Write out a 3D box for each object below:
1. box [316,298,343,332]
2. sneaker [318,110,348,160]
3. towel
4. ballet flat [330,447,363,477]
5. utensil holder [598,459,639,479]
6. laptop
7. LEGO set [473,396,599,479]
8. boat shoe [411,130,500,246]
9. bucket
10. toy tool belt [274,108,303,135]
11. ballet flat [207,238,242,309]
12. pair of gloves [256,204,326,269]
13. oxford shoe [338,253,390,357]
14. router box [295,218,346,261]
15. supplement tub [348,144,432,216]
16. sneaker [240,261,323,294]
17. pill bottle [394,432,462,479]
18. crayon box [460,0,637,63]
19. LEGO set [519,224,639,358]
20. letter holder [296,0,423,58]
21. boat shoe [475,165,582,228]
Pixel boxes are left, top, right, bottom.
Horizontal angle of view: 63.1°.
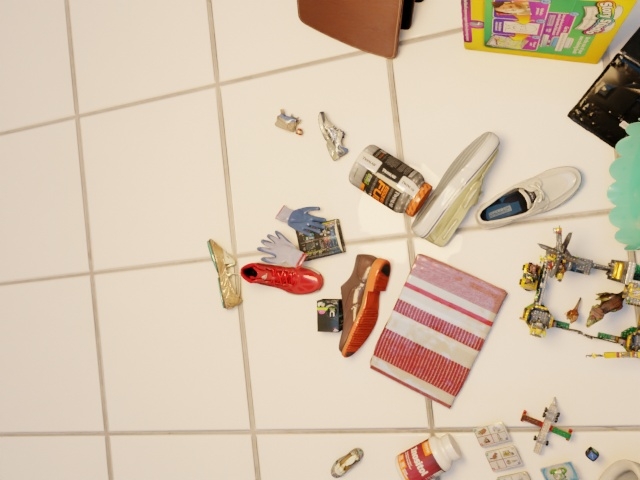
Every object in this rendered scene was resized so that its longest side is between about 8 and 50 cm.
[{"bbox_3d":[0.026,0.198,1.380,0.062,0.052,0.084,-1,90,18],"label":"box"},{"bbox_3d":[0.035,-0.283,1.387,0.058,0.052,0.135,-21,91,6],"label":"sneaker"},{"bbox_3d":[0.288,0.225,1.311,0.236,0.037,0.329,25,99,14],"label":"towel"},{"bbox_3d":[0.065,0.590,1.374,0.114,0.041,0.041,-45,78,12],"label":"ballet flat"},{"bbox_3d":[0.763,0.662,1.017,0.385,0.327,0.328,17,95,14],"label":"utensil holder"},{"bbox_3d":[0.754,-0.335,1.181,0.234,0.136,0.264,40,126,14],"label":"laptop"},{"bbox_3d":[0.517,0.492,1.243,0.244,0.060,0.183,-27,86,24],"label":"LEGO set"},{"bbox_3d":[0.343,-0.122,1.272,0.094,0.109,0.302,33,104,-10],"label":"boat shoe"},{"bbox_3d":[0.728,-0.109,1.056,0.182,0.281,0.282,0,90,9],"label":"bucket"},{"bbox_3d":[-0.080,-0.323,1.416,0.083,0.052,0.051,23,105,15],"label":"toy tool belt"},{"bbox_3d":[-0.266,0.090,1.473,0.067,0.073,0.207,-14,88,-11],"label":"ballet flat"},{"bbox_3d":[-0.075,-0.015,1.379,0.159,0.023,0.198,22,72,32],"label":"pair of gloves"},{"bbox_3d":[0.095,0.167,1.350,0.098,0.096,0.272,20,89,33],"label":"oxford shoe"},{"bbox_3d":[0.000,0.000,1.396,0.122,0.038,0.092,-13,86,16],"label":"router box"},{"bbox_3d":[0.175,-0.146,1.302,0.190,0.117,0.117,34,99,15],"label":"supplement tub"},{"bbox_3d":[-0.111,0.105,1.383,0.221,0.128,0.087,3,91,17],"label":"sneaker"},{"bbox_3d":[0.267,0.541,1.288,0.152,0.086,0.086,-35,80,13],"label":"pill bottle"},{"bbox_3d":[0.462,-0.494,1.087,0.312,0.363,0.106,12,93,16],"label":"crayon box"},{"bbox_3d":[0.605,0.133,1.130,0.331,0.192,0.255,21,96,16],"label":"LEGO set"},{"bbox_3d":[0.101,-0.625,1.326,0.301,0.214,0.152,28,66,16],"label":"letter holder"},{"bbox_3d":[0.490,-0.096,1.222,0.258,0.084,0.095,-31,81,15],"label":"boat shoe"}]
